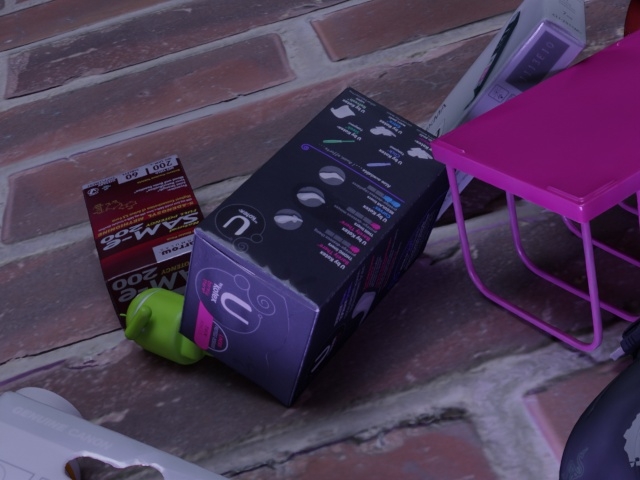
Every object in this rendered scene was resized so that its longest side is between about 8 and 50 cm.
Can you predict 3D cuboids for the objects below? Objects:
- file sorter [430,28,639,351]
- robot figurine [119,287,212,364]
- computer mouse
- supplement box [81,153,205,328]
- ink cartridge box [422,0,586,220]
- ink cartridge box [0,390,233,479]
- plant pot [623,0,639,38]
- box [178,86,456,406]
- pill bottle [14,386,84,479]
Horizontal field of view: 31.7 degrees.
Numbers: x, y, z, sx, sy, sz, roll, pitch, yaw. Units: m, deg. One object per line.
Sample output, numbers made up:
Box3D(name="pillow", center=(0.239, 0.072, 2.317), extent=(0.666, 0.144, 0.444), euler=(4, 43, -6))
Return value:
Box3D(name="file sorter", center=(0.294, -0.052, 1.091), extent=(0.291, 0.182, 0.202), euler=(-29, 34, -22))
Box3D(name="robot figurine", center=(-0.155, 0.088, 1.171), extent=(0.115, 0.067, 0.101), euler=(17, 16, 39))
Box3D(name="computer mouse", center=(0.247, 0.127, 0.874), extent=(0.072, 0.188, 0.272), euler=(35, 55, -2))
Box3D(name="supplement box", center=(-0.199, -0.005, 1.329), extent=(0.130, 0.073, 0.239), euler=(-20, 33, -8))
Box3D(name="ink cartridge box", center=(0.197, -0.187, 1.289), extent=(0.060, 0.275, 0.239), euler=(30, 35, -11))
Box3D(name="ink cartridge box", center=(-0.206, 0.302, 0.777), extent=(0.308, 0.091, 0.385), euler=(18, 40, 16))
Box3D(name="plant pot", center=(0.462, -0.267, 1.360), extent=(0.191, 0.174, 0.191), euler=(-9, 32, 6))
Box3D(name="box", center=(0.000, 0.000, 1.114), extent=(0.143, 0.165, 0.270), euler=(32, 49, 14))
Box3D(name="pill bottle", center=(-0.285, 0.228, 0.966), extent=(0.117, 0.117, 0.215), euler=(0, 35, 22))
